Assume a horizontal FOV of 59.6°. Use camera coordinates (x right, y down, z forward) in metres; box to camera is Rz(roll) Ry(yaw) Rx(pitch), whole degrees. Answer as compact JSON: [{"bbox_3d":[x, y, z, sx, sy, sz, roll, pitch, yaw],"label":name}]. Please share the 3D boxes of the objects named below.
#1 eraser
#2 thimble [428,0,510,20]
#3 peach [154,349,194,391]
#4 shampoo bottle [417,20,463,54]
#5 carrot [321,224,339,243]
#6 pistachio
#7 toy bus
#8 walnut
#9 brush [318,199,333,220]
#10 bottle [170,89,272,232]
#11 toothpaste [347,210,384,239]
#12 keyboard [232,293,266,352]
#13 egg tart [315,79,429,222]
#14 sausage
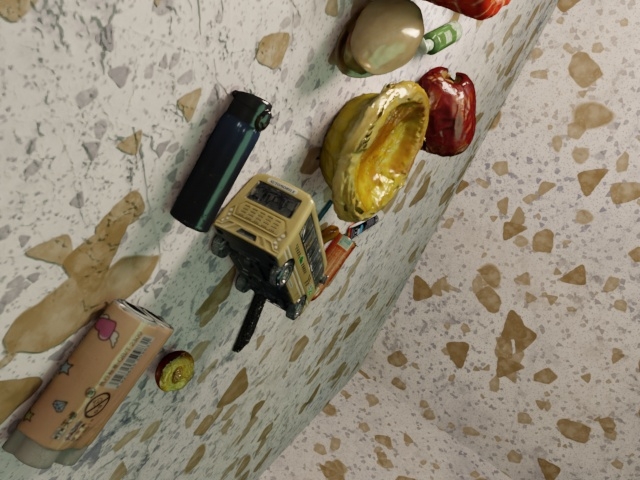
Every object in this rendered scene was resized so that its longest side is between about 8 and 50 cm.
[{"bbox_3d":[-0.391,0.248,0.975,0.290,0.087,0.171,-55,159,-8],"label":"eraser"},{"bbox_3d":[0.307,-0.623,1.085,0.350,0.231,0.350,-50,162,-23],"label":"thimble"},{"bbox_3d":[-0.329,0.284,1.236,0.098,0.061,0.098,-24,123,-45],"label":"peach"},{"bbox_3d":[0.321,-0.550,1.524,0.204,0.065,0.065,-40,155,-42],"label":"shampoo bottle"},{"bbox_3d":[0.000,0.000,1.643,0.171,0.042,0.042,-37,154,-48],"label":"carrot"},{"bbox_3d":[0.123,-0.411,1.130,0.215,0.144,0.144,-41,157,-26],"label":"pistachio"},{"bbox_3d":[-0.092,0.026,1.235,0.201,0.177,0.365,-57,162,-20],"label":"toy bus"},{"bbox_3d":[0.371,-0.399,1.706,0.243,0.222,0.269,-86,-177,-53],"label":"walnut"},{"bbox_3d":[-0.013,-0.049,1.574,0.164,0.014,0.051,-54,164,-12],"label":"brush"},{"bbox_3d":[-0.162,-0.131,0.930,0.244,0.082,0.072,-60,155,9],"label":"bottle"},{"bbox_3d":[0.151,-0.059,1.950,0.193,0.045,0.071,-32,142,-41],"label":"toothpaste"},{"bbox_3d":[-0.186,0.216,1.557,0.072,0.023,0.231,-31,149,-59],"label":"keyboard"},{"bbox_3d":[0.120,-0.226,1.379,0.388,0.169,0.387,-47,156,-28],"label":"egg tart"},{"bbox_3d":[0.011,0.097,1.795,0.264,0.083,0.083,-53,162,-7],"label":"sausage"}]
